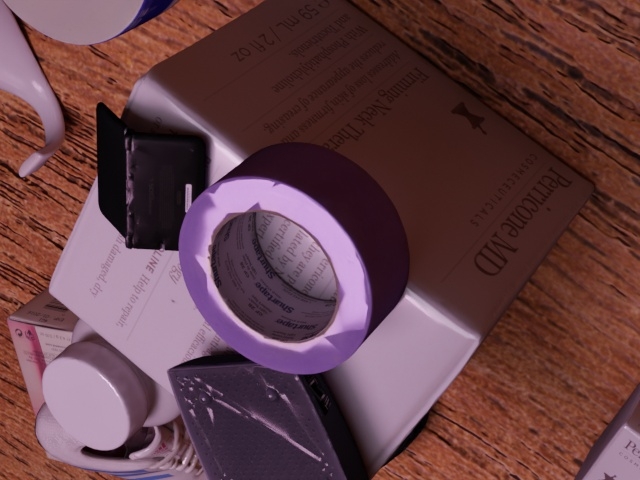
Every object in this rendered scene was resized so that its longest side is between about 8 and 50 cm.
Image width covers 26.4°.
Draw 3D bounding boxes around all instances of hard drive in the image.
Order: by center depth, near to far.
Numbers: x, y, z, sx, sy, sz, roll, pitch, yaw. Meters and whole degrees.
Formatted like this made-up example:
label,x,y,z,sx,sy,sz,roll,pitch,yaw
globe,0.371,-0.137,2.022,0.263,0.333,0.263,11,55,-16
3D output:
label,x,y,z,sx,sy,sz,roll,pitch,yaw
hard drive,-0.035,0.220,1.327,0.172,0.054,0.254,-8,113,36

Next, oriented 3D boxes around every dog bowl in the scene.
label,x,y,z,sx,sy,sz,roll,pitch,yaw
dog bowl,-0.268,-0.359,1.536,0.265,0.104,0.265,17,126,25

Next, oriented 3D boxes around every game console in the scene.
label,x,y,z,sx,sy,sz,roll,pitch,yaw
game console,-0.159,-0.059,1.270,0.107,0.071,0.122,3,123,-2

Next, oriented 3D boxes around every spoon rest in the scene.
label,x,y,z,sx,sy,sz,roll,pitch,yaw
spoon rest,-0.409,-0.216,1.749,0.137,0.084,0.276,-35,82,41

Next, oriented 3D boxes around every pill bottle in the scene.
label,x,y,z,sx,sy,sz,roll,pitch,yaw
pill bottle,-0.192,0.118,1.646,0.169,0.301,0.169,17,126,25

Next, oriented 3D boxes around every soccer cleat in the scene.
label,x,y,z,sx,sy,sz,roll,pitch,yaw
soccer cleat,-0.206,0.268,1.757,0.143,0.331,0.116,-4,74,50

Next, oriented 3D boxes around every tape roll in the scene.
label,x,y,z,sx,sy,sz,roll,pitch,yaw
tape roll,-0.023,0.016,1.184,0.189,0.080,0.189,14,123,23

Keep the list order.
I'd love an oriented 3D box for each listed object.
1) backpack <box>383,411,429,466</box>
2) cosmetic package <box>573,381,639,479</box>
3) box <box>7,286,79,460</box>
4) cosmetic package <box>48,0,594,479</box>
label,x,y,z,sx,sy,sz,roll,pitch,yaw
backpack,0.065,0.227,1.681,0.101,0.098,0.120,48,133,4
cosmetic package,0.369,0.251,1.457,0.151,0.151,0.183,33,130,11
box,-0.311,0.177,1.865,0.127,0.148,0.232,8,121,30
cosmetic package,0.000,0.000,1.428,0.394,0.329,0.327,38,130,7
